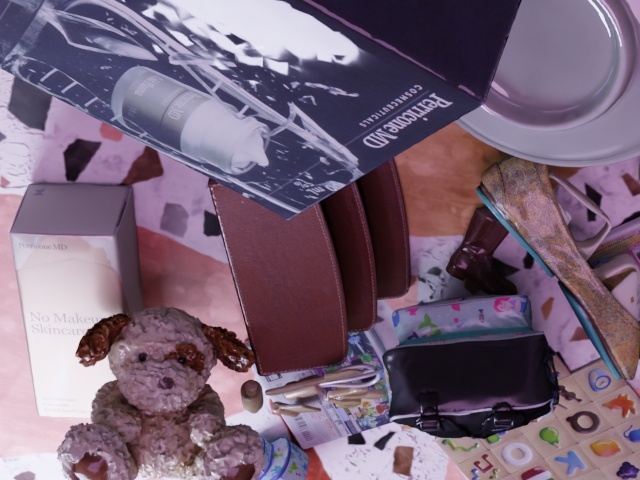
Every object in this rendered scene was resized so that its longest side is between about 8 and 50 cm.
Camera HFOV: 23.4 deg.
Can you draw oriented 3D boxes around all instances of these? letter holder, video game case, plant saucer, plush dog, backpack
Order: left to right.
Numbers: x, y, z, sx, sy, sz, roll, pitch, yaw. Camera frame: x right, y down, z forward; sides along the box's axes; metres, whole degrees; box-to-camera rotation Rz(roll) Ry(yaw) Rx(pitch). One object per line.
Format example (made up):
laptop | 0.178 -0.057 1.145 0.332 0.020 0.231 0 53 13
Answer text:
plush dog | -0.203 0.195 1.996 0.263 0.210 0.225 4 102 -11
backpack | -0.079 0.335 2.231 0.114 0.105 0.084 -34 116 23
letter holder | 0.000 0.000 1.962 0.215 0.152 0.301 -7 124 8
video game case | 0.014 0.194 2.173 0.183 0.023 0.201 -19 120 18
backpack | 0.198 0.172 2.024 0.225 0.191 0.253 -7 163 11
plant saucer | 0.252 -0.236 1.735 0.401 0.100 0.400 13 128 17
video game case | 0.418 0.038 2.025 0.157 0.019 0.143 -26 118 22

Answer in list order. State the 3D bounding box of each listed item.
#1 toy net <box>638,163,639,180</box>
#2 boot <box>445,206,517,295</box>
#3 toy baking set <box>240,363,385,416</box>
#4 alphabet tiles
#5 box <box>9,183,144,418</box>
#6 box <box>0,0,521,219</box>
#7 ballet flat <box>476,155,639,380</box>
toy net | 0.495 -0.041 1.952 0.122 0.045 0.232 -36 120 -3
boot | 0.231 0.013 2.019 0.106 0.037 0.114 20 120 -11
toy baking set | -0.013 0.195 2.070 0.197 0.030 0.256 -8 163 1
alphabet tiles | 0.345 0.300 2.221 0.285 0.011 0.342 -30 117 23
box | -0.316 0.083 2.067 0.148 0.121 0.311 1 125 5
box | -0.096 -0.294 1.548 0.472 0.297 0.480 26 159 -16
ballet flat | 0.334 0.028 1.956 0.123 0.123 0.348 -31 108 24
